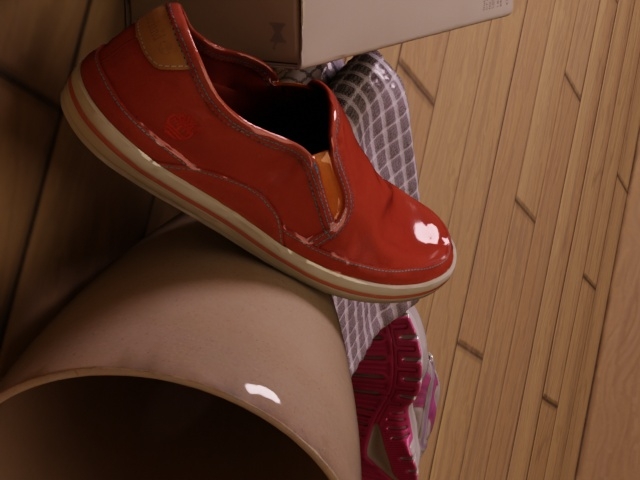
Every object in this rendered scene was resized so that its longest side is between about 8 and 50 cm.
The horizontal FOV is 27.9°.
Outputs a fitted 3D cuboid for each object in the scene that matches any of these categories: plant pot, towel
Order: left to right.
[{"bbox_3d":[-0.080,0.097,0.880,0.274,0.257,0.256,-75,160,-54],"label":"plant pot"},{"bbox_3d":[0.000,0.000,1.140,0.235,0.121,0.283,-56,146,-44],"label":"towel"}]

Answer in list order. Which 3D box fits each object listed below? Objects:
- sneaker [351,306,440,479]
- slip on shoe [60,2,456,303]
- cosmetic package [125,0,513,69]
[{"bbox_3d":[0.076,0.150,1.409,0.111,0.103,0.252,-58,154,-49],"label":"sneaker"},{"bbox_3d":[-0.012,-0.049,0.849,0.331,0.101,0.123,29,27,-39],"label":"slip on shoe"},{"bbox_3d":[0.011,-0.213,0.985,0.309,0.160,0.113,-24,119,-53],"label":"cosmetic package"}]
